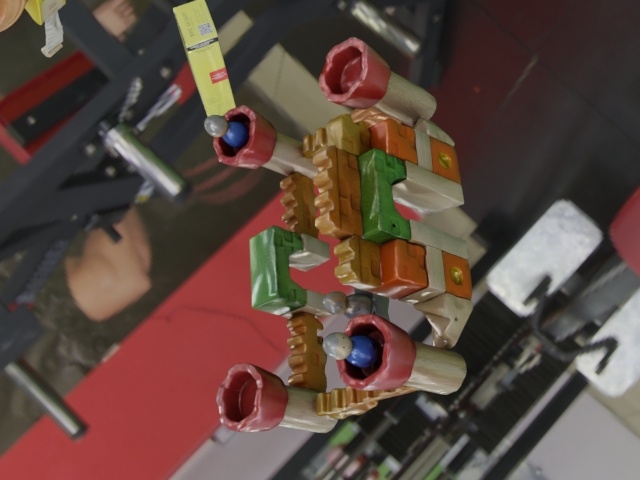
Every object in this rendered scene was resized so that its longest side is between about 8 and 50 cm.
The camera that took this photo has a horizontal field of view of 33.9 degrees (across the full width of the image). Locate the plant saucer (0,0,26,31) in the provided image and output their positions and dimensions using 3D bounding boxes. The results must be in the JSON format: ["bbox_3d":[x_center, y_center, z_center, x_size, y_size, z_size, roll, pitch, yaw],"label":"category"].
[{"bbox_3d":[-0.517,-0.358,1.478,0.200,0.037,0.200,0,142,0],"label":"plant saucer"}]

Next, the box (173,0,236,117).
[{"bbox_3d":[-0.194,-0.304,1.788,0.232,0.058,0.087,82,167,-65],"label":"box"}]

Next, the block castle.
[{"bbox_3d":[0.000,0.000,1.320,0.213,0.453,0.303,20,148,-41],"label":"block castle"}]

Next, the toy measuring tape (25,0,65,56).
[{"bbox_3d":[-0.506,-0.435,1.826,0.121,0.121,0.330,44,160,4],"label":"toy measuring tape"}]
